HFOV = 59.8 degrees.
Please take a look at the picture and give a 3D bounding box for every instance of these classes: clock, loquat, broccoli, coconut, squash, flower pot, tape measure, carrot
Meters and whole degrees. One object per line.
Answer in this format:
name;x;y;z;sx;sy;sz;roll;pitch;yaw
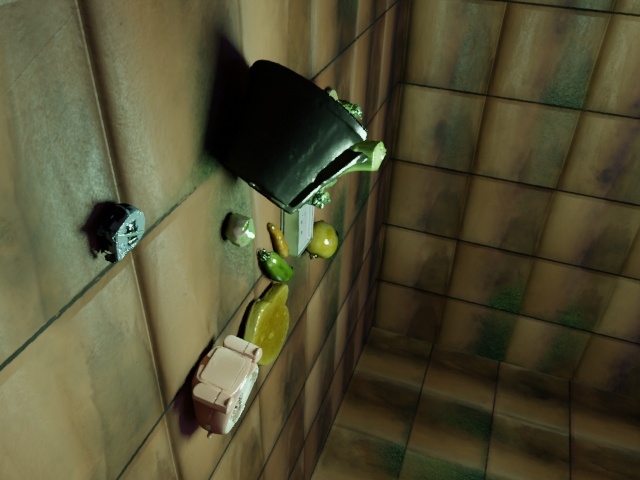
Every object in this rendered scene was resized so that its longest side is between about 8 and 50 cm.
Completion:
clock;-0.079;-0.060;1.923;0.147;0.071;0.192;-55;154;-54
clock;-0.271;0.414;1.537;0.227;0.142;0.241;-61;168;-45
loquat;0.000;0.000;2.141;0.163;0.137;0.163;-164;-90;-86
broccoli;0.021;-0.289;1.741;0.249;0.301;0.376;33;71;-33
coconut;-0.209;-0.025;1.467;0.083;0.081;0.082;-37;152;-80
squash;-0.136;0.096;1.845;0.318;0.071;0.080;49;50;-72
flower pot;-0.088;-0.230;1.369;0.251;0.379;0.379;-54;163;-3
tape measure;-0.354;-0.020;0.987;0.091;0.054;0.094;96;18;-47
carrot;-0.138;0.000;1.819;0.191;0.047;0.047;75;32;-57

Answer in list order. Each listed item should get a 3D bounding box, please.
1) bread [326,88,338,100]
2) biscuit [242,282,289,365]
bread;0.040;-0.484;2.070;0.112;0.036;0.193;-69;161;-44
biscuit;-0.180;0.279;1.869;0.344;0.057;0.288;39;66;-73
